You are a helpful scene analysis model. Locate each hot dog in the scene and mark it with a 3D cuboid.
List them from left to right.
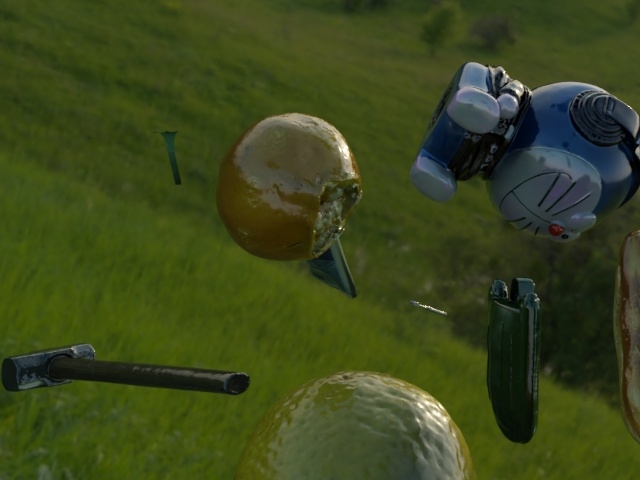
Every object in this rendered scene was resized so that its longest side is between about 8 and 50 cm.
[{"bbox_3d":[0.423,0.108,1.449,0.135,0.100,0.337,-12,43,20],"label":"hot dog"}]

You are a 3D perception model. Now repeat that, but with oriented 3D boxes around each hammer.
[{"bbox_3d":[-0.210,0.144,1.316,0.111,0.043,0.365,-6,2,-45],"label":"hammer"}]

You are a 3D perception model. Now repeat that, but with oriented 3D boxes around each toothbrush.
[{"bbox_3d":[0.160,0.100,1.779,0.008,0.006,0.097,24,2,39],"label":"toothbrush"}]

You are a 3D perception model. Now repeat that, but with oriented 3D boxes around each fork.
[{"bbox_3d":[-0.228,-0.133,1.843,0.039,0.235,0.021,1,74,-2],"label":"fork"}]

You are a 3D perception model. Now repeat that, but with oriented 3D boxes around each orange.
[{"bbox_3d":[-0.029,-0.052,1.215,0.155,0.154,0.134,-4,20,-41],"label":"orange"}]

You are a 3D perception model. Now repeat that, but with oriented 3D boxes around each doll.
[{"bbox_3d":[0.311,-0.129,1.741,0.310,0.284,0.240,25,56,-4],"label":"doll"}]

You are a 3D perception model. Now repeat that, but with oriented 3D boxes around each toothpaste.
[{"bbox_3d":[-0.001,0.000,1.632,0.069,0.268,0.047,-3,60,10],"label":"toothpaste"}]

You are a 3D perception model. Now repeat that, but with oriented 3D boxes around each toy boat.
[{"bbox_3d":[0.235,0.148,1.469,0.052,0.210,0.104,-7,12,-25],"label":"toy boat"}]

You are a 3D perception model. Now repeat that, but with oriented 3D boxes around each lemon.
[{"bbox_3d":[0.030,0.259,1.161,0.267,0.267,0.267,18,27,-9],"label":"lemon"}]
